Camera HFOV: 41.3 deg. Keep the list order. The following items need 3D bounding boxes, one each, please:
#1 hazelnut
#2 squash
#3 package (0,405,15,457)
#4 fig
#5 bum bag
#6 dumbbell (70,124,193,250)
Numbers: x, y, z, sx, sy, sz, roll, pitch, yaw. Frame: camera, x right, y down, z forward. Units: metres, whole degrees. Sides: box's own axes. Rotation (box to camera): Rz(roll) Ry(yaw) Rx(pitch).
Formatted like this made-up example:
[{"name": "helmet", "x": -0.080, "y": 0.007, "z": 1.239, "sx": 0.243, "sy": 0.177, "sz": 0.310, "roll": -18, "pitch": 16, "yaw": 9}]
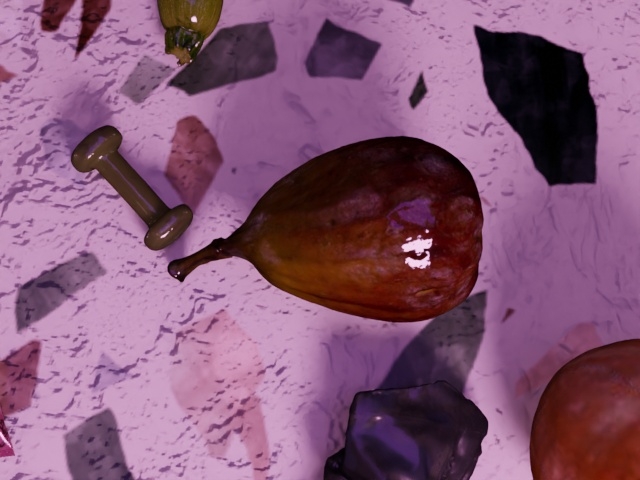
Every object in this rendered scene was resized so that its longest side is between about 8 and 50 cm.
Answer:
[{"name": "hazelnut", "x": 0.279, "y": 0.168, "z": 0.704, "sx": 0.214, "sy": 0.214, "sz": 0.176, "roll": -6, "pitch": 34, "yaw": -9}, {"name": "squash", "x": -0.123, "y": -0.291, "z": 0.797, "sx": 0.069, "sy": 0.069, "sz": 0.258, "roll": -3, "pitch": 78, "yaw": -11}, {"name": "package", "x": -0.287, "y": 0.143, "z": 0.694, "sx": 0.059, "sy": 0.029, "sz": 0.083, "roll": -11, "pitch": 91, "yaw": -20}, {"name": "fig", "x": 0.000, "y": -0.002, "z": 0.727, "sx": 0.274, "sy": 0.170, "sz": 0.146, "roll": -7, "pitch": 60, "yaw": 8}, {"name": "bum bag", "x": 0.049, "y": 0.262, "z": 0.706, "sx": 0.137, "sy": 0.074, "sz": 0.310, "roll": 22, "pitch": 75, "yaw": -15}, {"name": "dumbbell", "x": -0.165, "y": -0.046, "z": 0.747, "sx": 0.052, "sy": 0.046, "sz": 0.118, "roll": -43, "pitch": 88, "yaw": -10}]
